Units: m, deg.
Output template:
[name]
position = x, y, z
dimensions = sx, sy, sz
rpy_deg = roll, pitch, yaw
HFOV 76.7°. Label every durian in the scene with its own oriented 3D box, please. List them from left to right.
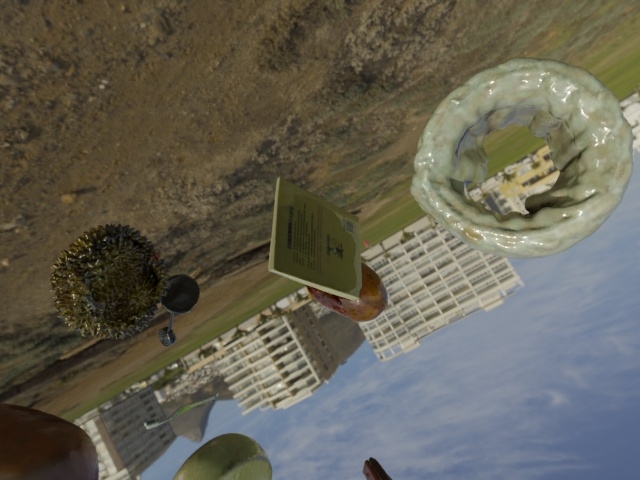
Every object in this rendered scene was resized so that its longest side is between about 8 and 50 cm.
[durian]
position = -0.496, 0.090, 0.963
dimensions = 0.258, 0.258, 0.293
rpy_deg = -36, -147, 46

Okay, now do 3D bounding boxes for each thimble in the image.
[thimble]
position = 0.283, -0.111, 0.622
dimensions = 0.291, 0.292, 0.195
rpy_deg = -32, 169, 18

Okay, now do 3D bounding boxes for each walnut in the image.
[walnut]
position = 0.041, 0.085, 0.805
dimensions = 0.116, 0.207, 0.116
rpy_deg = -43, 151, -31

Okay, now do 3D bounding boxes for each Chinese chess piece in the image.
[Chinese chess piece]
position = -0.225, 0.562, 0.904
dimensions = 0.101, 0.251, 0.250
rpy_deg = 23, -146, 38

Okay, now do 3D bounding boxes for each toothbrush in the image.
[toothbrush]
position = -0.414, 0.520, 1.241
dimensions = 0.262, 0.026, 0.022
rpy_deg = -1, 114, -54

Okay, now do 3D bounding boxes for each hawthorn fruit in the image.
[hawthorn fruit]
position = -0.303, 0.280, 0.385
dimensions = 0.199, 0.199, 0.252
rpy_deg = -26, 143, -30

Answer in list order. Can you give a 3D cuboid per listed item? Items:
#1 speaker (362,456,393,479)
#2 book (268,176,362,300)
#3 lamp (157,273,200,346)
[speaker]
position = 0.179, 0.617, 0.814
dimensions = 0.197, 0.330, 0.259
rpy_deg = 10, -157, -6
[book]
position = 0.000, 0.000, 0.677
dimensions = 0.192, 0.168, 0.013
rpy_deg = 24, 146, -36
[lamp]
position = -0.480, 0.239, 1.250
dimensions = 0.108, 0.130, 0.371
rpy_deg = -32, 172, -48
